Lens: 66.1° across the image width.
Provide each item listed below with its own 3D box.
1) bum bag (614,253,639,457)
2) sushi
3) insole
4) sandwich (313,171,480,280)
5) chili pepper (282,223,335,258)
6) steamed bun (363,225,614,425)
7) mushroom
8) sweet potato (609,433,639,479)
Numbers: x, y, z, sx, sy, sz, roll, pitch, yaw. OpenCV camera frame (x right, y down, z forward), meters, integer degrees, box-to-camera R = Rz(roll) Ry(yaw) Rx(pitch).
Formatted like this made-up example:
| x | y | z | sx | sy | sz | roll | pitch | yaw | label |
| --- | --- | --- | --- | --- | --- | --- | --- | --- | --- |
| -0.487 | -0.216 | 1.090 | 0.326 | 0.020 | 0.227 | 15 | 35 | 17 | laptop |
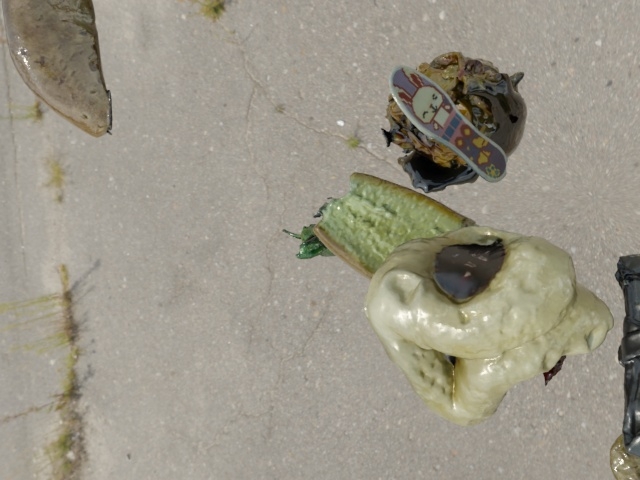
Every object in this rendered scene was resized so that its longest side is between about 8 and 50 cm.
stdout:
| x | y | z | sx | sy | sz | roll | pitch | yaw | label |
| --- | --- | --- | --- | --- | --- | --- | --- | --- | --- |
| 0.316 | 0.100 | 0.437 | 0.087 | 0.049 | 0.197 | 2 | 74 | 22 | bum bag |
| 0.202 | -0.194 | 0.761 | 0.200 | 0.204 | 0.213 | -32 | 45 | -4 | sushi |
| 0.158 | -0.140 | 0.601 | 0.197 | 0.004 | 0.065 | 38 | 72 | -13 | insole |
| 0.109 | 0.009 | 0.587 | 0.128 | 0.236 | 0.122 | 31 | 98 | 38 | sandwich |
| 0.001 | 0.000 | 0.917 | 0.122 | 0.279 | 0.065 | -1 | 92 | -9 | chili pepper |
| 0.150 | 0.061 | 0.416 | 0.155 | 0.141 | 0.172 | -26 | 102 | 45 | steamed bun |
| -0.283 | -0.217 | 0.528 | 0.072 | 0.094 | 0.209 | -162 | 68 | -66 | mushroom |
| 0.601 | 0.276 | 0.750 | 0.158 | 0.370 | 0.157 | 47 | 152 | 36 | sweet potato |
